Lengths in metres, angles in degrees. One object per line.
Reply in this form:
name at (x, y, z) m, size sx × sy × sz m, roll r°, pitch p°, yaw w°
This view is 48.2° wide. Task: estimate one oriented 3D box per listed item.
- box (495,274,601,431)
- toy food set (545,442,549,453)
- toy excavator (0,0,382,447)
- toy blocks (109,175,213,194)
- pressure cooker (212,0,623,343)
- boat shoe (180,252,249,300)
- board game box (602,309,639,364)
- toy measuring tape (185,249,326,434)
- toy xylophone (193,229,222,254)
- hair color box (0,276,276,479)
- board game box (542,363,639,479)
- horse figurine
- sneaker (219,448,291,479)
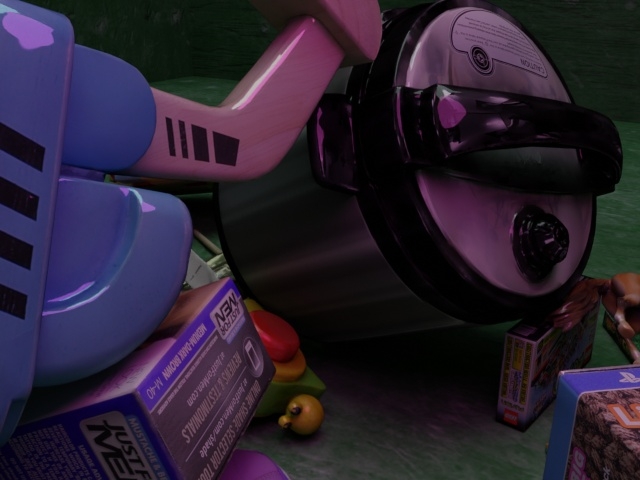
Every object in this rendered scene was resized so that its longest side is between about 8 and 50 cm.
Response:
box at (0.272, 0.125, 0.840) m, size 0.036 × 0.114 × 0.207 m, roll 16°, pitch 26°, yaw 36°
toy food set at (0.274, 0.217, 0.725) m, size 0.083 × 0.020 × 0.082 m, roll -4°, pitch 21°, yaw -11°
toy excavator at (-0.158, -0.057, 0.519) m, size 0.445 × 0.432 × 0.222 m, roll 10°, pitch -5°, yaw -42°
toy blocks at (-0.297, -0.152, 1.421) m, size 0.261 × 0.190 × 0.381 m, roll -4°, pitch -3°, yaw 5°
pressure cooker at (0.124, -0.070, 0.845) m, size 0.420 × 0.375 × 0.370 m, roll -17°, pitch 28°, yaw 50°
boat shoe at (-0.158, 0.090, 0.973) m, size 0.285 × 0.104 × 0.089 m, roll -22°, pitch 62°, yaw -34°
board game box at (0.462, 0.154, 0.888) m, size 0.136 × 0.030 × 0.259 m, roll -1°, pitch 20°, yaw 2°
toy measuring tape at (-0.118, 0.099, 0.817) m, size 0.121 × 0.121 × 0.330 m, roll -19°, pitch 50°, yaw -41°
toy xylophone at (-0.291, -0.005, 1.224) m, size 0.236 × 0.081 × 0.323 m, roll -12°, pitch 24°, yaw -31°
hair color box at (-0.225, 0.154, 0.589) m, size 0.339 × 0.110 × 0.185 m, roll -18°, pitch 15°, yaw 18°
board game box at (0.243, 0.235, 0.375) m, size 0.141 × 0.232 × 0.291 m, roll -3°, pitch 21°, yaw -11°
horse figurine at (0.379, 0.101, 0.782) m, size 0.263 × 0.066 × 0.174 m, roll 26°, pitch 29°, yaw 1°
sneaker at (-0.081, 0.242, 0.543) m, size 0.161 × 0.102 × 0.282 m, roll 0°, pitch 20°, yaw -8°
